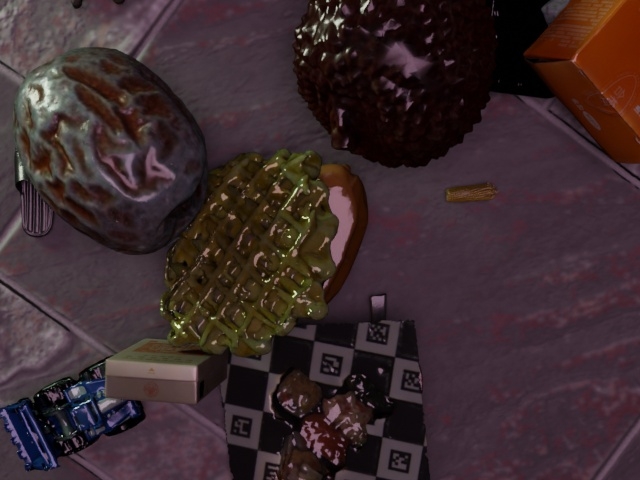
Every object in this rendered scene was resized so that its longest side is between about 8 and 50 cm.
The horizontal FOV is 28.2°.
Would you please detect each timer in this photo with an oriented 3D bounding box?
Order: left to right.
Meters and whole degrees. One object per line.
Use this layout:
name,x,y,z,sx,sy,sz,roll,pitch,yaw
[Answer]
timer,0.306,-0.315,1.936,0.144,0.055,0.187,4,95,-25

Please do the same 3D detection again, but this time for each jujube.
jujube,-0.305,-0.137,1.827,0.308,0.215,0.246,37,91,11

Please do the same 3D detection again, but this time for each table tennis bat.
table tennis bat,0.093,0.192,1.987,0.130,0.019,0.220,-3,96,-2

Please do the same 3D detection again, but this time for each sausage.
sausage,-0.001,0.000,1.908,0.120,0.136,0.241,21,93,-4

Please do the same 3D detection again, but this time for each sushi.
sushi,0.015,0.286,1.962,0.320,0.069,0.339,-6,94,15

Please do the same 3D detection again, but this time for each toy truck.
toy truck,-0.377,0.267,1.913,0.208,0.126,0.113,-26,95,0

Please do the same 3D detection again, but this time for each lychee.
lychee,0.108,-0.260,1.826,0.306,0.306,0.330,39,68,-5

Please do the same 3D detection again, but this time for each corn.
corn,0.235,-0.074,1.971,0.083,0.027,0.028,-5,78,-1

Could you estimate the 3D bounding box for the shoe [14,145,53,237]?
shoe,-0.432,-0.082,1.922,0.062,0.053,0.159,-1,97,0

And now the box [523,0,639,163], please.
box,0.495,-0.307,1.864,0.225,0.143,0.341,44,83,-21

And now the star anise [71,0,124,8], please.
star anise,-0.353,-0.452,1.871,0.198,0.110,0.257,-38,102,0

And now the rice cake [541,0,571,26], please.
rice cake,0.406,-0.275,1.933,0.085,0.040,0.226,-30,108,-17

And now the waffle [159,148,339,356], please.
waffle,-0.108,0.013,1.841,0.297,0.073,0.317,-11,70,27

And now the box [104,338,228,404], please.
box,-0.222,0.190,1.868,0.141,0.201,0.058,3,94,10
